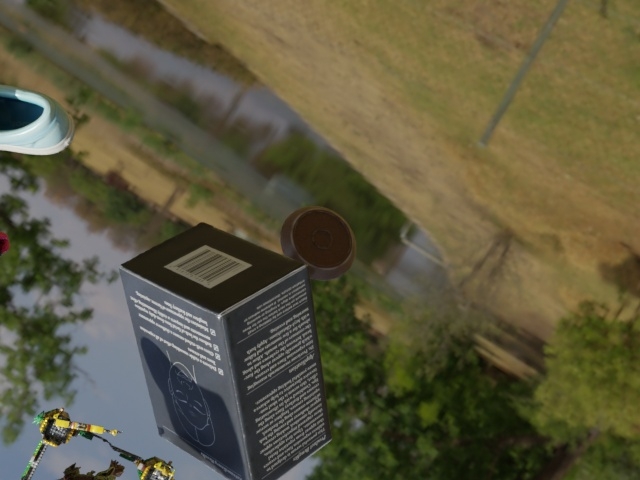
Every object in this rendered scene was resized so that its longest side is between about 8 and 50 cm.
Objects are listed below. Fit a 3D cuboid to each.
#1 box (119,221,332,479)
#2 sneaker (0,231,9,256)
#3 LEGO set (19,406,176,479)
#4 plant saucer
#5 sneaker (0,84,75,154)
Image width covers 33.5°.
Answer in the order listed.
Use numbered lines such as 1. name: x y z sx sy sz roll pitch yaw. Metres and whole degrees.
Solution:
1. box: -0.168 0.212 1.948 0.293 0.212 0.396 21 129 41
2. sneaker: -0.784 0.051 2.383 0.112 0.121 0.299 -1 -149 -2
3. LEGO set: -0.426 0.471 1.978 0.331 0.255 0.192 38 170 -14
4. plant saucer: 0.000 0.000 2.210 0.168 0.168 0.029 32 150 -4
5. sneaker: -0.637 -0.233 1.915 0.365 0.135 0.150 -2 163 -1
